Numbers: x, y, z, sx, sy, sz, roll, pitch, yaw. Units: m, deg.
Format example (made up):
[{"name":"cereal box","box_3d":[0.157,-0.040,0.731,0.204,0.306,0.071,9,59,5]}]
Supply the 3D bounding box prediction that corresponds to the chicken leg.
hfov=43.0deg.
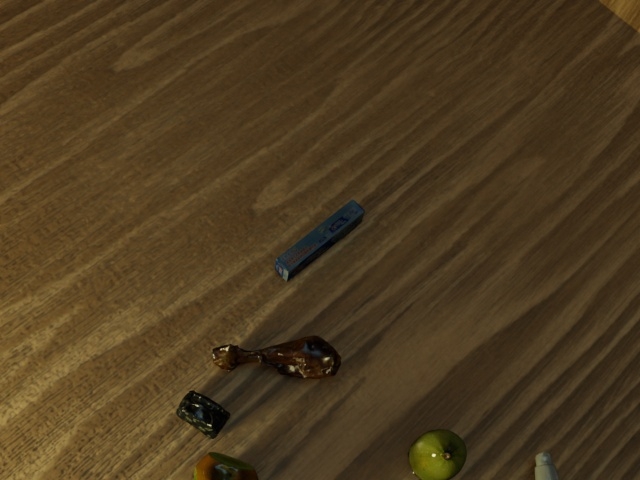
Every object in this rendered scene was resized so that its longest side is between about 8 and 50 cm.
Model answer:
[{"name":"chicken leg","box_3d":[-0.102,0.270,1.913,0.304,0.113,0.093,5,41,-3]}]

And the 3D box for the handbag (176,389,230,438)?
[{"name":"handbag","box_3d":[-0.267,0.380,1.815,0.115,0.139,0.072,32,72,7]}]

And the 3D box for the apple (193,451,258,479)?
[{"name":"apple","box_3d":[-0.201,0.532,1.743,0.146,0.147,0.163,6,61,-6]}]

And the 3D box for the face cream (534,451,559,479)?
[{"name":"face cream","box_3d":[0.523,0.607,1.831,0.101,0.101,0.252,0,63,-8]}]

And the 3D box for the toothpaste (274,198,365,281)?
[{"name":"toothpaste","box_3d":[0.000,0.000,2.081,0.272,0.066,0.053,-38,75,-22]}]

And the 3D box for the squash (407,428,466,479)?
[{"name":"squash","box_3d":[0.265,0.478,1.818,0.123,0.187,0.123,1,69,-2]}]
